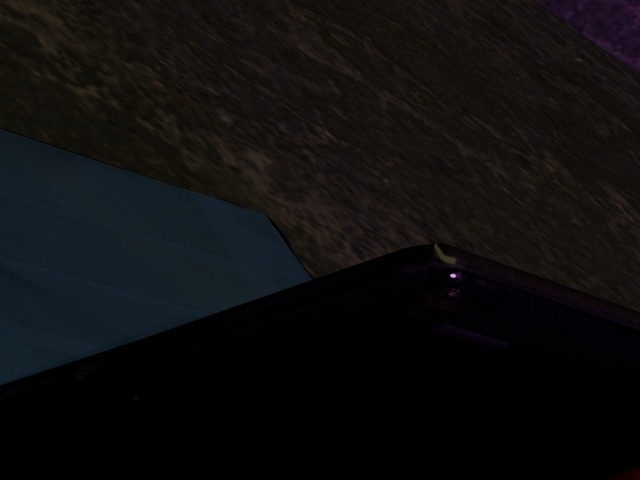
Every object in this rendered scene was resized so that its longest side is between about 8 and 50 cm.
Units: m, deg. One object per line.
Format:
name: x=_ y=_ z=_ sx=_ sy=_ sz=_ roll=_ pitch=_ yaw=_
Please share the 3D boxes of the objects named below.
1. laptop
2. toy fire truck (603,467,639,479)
laptop: x=0.000 y=0.000 z=0.825 sx=0.382 sy=0.408 sz=0.236 roll=17 pitch=61 yaw=-46
toy fire truck: x=0.071 y=0.226 z=0.576 sx=0.254 sy=0.169 sz=0.302 roll=64 pitch=18 yaw=-4
